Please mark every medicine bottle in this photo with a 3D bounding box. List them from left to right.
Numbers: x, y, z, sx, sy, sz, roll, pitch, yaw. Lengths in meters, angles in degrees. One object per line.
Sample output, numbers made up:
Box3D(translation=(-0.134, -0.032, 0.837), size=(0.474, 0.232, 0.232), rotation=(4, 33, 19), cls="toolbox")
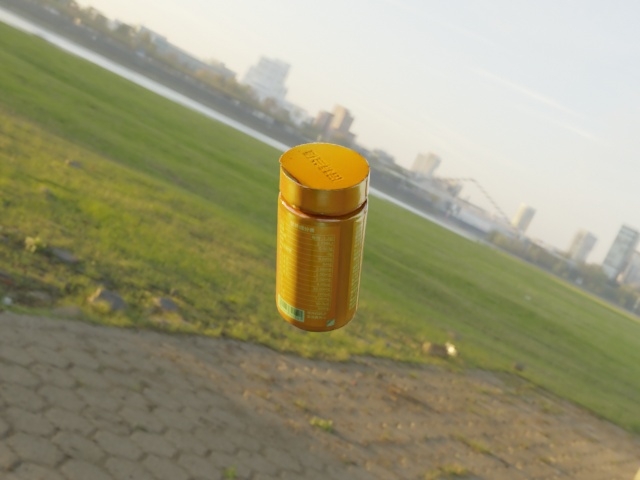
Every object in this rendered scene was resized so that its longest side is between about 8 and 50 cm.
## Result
Box3D(translation=(0.000, 0.000, 0.965), size=(0.096, 0.191, 0.096), rotation=(1, 36, -1), cls="medicine bottle")
